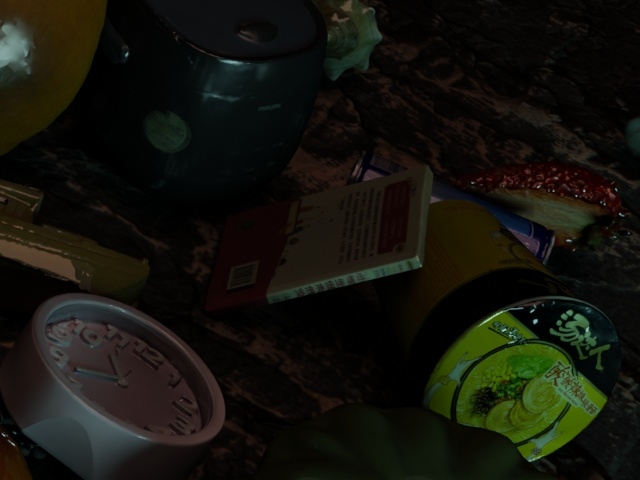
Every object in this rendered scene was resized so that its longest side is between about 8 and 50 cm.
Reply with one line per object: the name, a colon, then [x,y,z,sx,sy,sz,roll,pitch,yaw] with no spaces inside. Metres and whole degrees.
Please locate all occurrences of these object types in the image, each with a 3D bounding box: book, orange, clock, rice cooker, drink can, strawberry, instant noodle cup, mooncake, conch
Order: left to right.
orange: [-0.346,-0.209,1.761,0.274,0.274,0.310,23,72,0]
clock: [-0.184,0.135,1.599,0.197,0.068,0.197,29,24,-14]
rice cooker: [-0.133,-0.178,1.928,0.267,0.224,0.267,14,40,-12]
book: [0.000,0.000,1.832,0.232,0.022,0.162,-13,35,17]
conch: [0.008,-0.281,2.217,0.114,0.137,0.234,-12,34,-3]
mooncake: [0.085,0.294,1.498,0.351,0.187,0.351,13,37,-10]
drink can: [0.133,-0.014,1.975,0.235,0.097,0.097,23,37,-2]
instant noodle cup: [0.159,0.082,1.800,0.215,0.215,0.236,4,32,-24]
strawberry: [0.246,-0.058,2.024,0.208,0.167,0.087,20,72,-11]

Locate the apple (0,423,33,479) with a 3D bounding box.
apple: [-0.337,0.216,1.314,0.272,0.251,0.206,8,51,17]

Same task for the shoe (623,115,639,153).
shoe: [0.500,-0.087,2.272,0.251,0.103,0.100,14,79,9]

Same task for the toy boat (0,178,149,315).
toy boat: [-0.323,-0.003,1.720,0.321,0.089,0.121,16,39,-7]

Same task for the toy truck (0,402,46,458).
toy truck: [-0.271,0.164,1.589,0.083,0.039,0.044,10,22,-19]
